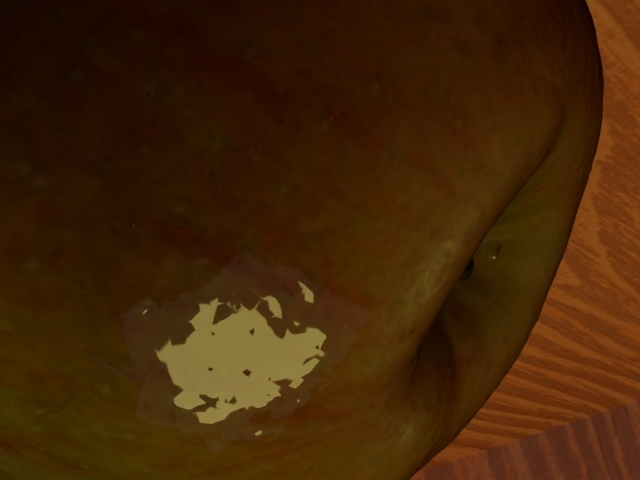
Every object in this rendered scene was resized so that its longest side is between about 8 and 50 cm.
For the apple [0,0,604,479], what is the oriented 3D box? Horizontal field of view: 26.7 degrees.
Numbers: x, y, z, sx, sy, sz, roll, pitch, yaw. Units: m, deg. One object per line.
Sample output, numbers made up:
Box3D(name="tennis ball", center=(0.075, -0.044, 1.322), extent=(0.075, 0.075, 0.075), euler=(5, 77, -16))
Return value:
Box3D(name="apple", center=(-0.042, -0.032, 0.675), extent=(0.400, 0.333, 0.400), euler=(-24, 132, -29))
